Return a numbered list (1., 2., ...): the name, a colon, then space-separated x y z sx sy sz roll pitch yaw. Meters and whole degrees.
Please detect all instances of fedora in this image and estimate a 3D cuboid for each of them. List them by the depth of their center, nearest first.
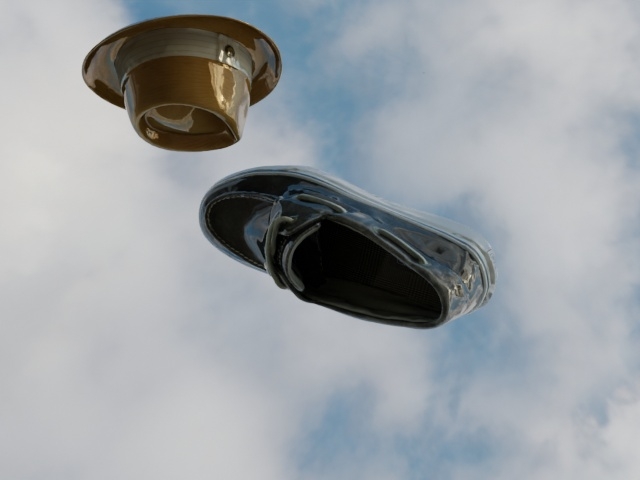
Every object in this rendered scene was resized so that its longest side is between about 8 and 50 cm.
1. fedora: -0.124 -0.135 0.773 0.194 0.194 0.079 -12 -108 9

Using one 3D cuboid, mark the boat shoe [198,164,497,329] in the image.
1. boat shoe: 0.000 0.000 0.797 0.335 0.119 0.121 12 -72 30
